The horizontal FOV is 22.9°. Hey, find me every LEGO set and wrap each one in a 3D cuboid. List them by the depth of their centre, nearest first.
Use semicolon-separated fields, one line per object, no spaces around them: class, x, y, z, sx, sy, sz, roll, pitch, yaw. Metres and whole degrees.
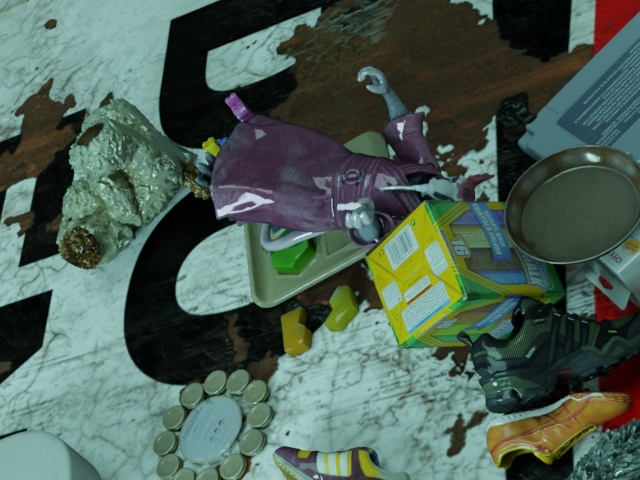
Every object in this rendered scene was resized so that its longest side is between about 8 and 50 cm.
LEGO set;-0.122;-0.134;2.265;0.087;0.093;0.227;-40;32;5

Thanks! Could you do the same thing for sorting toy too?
sorting toy;0.000;0.000;2.129;0.229;0.041;0.307;-26;45;18

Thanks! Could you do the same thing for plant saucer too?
plant saucer;0.293;-0.036;1.798;0.168;0.029;0.168;-14;49;17

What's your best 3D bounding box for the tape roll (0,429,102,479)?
tape roll;-0.440;0.420;2.035;0.392;0.072;0.392;-31;31;21

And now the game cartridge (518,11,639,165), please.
game cartridge;0.407;-0.178;1.960;0.294;0.060;0.196;-45;39;-2

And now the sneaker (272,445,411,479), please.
sneaker;0.026;0.277;1.874;0.185;0.069;0.084;25;65;40

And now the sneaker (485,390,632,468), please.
sneaker;0.269;0.211;1.753;0.175;0.064;0.067;-24;64;27

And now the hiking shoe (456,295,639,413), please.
hiking shoe;0.267;0.103;1.741;0.227;0.086;0.114;-20;77;-21

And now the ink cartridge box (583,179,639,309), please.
ink cartridge box;0.370;0.003;1.810;0.143;0.090;0.092;-42;42;0

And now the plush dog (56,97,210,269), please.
plush dog;-0.303;-0.059;2.339;0.225;0.211;0.262;-51;12;12

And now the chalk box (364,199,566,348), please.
chalk box;0.185;0.040;1.846;0.132;0.213;0.132;-44;56;43

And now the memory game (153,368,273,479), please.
memory game;-0.141;0.249;2.055;0.186;0.012;0.186;-20;47;24

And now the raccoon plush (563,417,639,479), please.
raccoon plush;0.286;0.298;1.628;0.299;0.216;0.446;-26;13;37

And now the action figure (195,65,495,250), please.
action figure;0.042;-0.047;1.965;0.370;0.275;0.248;10;53;23
